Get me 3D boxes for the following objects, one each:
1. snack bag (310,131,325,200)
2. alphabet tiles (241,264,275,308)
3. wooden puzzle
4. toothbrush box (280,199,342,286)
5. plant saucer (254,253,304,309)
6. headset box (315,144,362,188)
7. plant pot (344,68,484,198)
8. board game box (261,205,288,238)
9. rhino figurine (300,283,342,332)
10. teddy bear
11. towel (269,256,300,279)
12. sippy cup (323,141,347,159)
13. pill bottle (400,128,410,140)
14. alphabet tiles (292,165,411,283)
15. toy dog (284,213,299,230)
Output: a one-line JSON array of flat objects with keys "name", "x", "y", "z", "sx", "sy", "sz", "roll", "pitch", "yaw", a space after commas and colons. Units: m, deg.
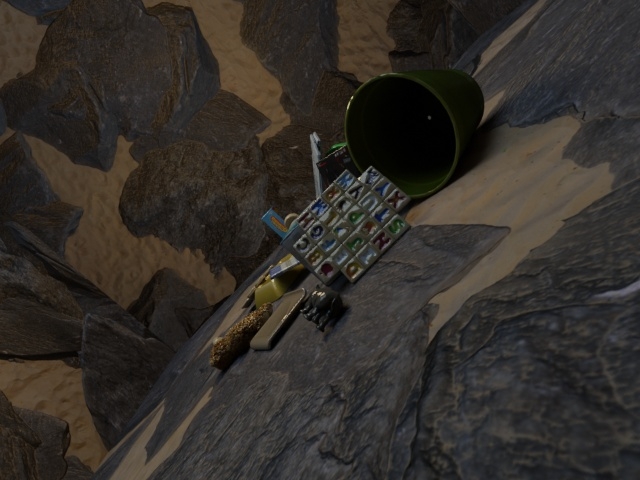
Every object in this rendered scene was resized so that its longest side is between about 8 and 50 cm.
[{"name": "snack bag", "x": 0.000, "y": -0.258, "z": 1.753, "sx": 0.037, "sy": 0.322, "sz": 0.342, "roll": -7, "pitch": 26, "yaw": -3}, {"name": "alphabet tiles", "x": -0.324, "y": 0.254, "z": 2.287, "sx": 0.277, "sy": 0.021, "sz": 0.284, "roll": -55, "pitch": -6, "yaw": -5}, {"name": "wooden puzzle", "x": -0.145, "y": 0.283, "z": 1.493, "sx": 0.238, "sy": 0.044, "sz": 0.221, "roll": -56, "pitch": 12, "yaw": -26}, {"name": "toothbrush box", "x": 0.000, "y": 0.000, "z": 1.485, "sx": 0.126, "sy": 0.216, "sz": 0.295, "roll": -45, "pitch": 7, "yaw": 15}, {"name": "plant saucer", "x": -0.192, "y": 0.171, "z": 2.103, "sx": 0.332, "sy": 0.081, "sz": 0.333, "roll": -52, "pitch": 10, "yaw": -32}, {"name": "headset box", "x": 0.131, "y": -0.184, "z": 1.486, "sx": 0.110, "sy": 0.293, "sz": 0.218, "roll": -27, "pitch": 7, "yaw": -29}, {"name": "plant pot", "x": 0.326, "y": -0.367, "z": 1.309, "sx": 0.353, "sy": 0.366, "sz": 0.366, "roll": -37, "pitch": 1, "yaw": -38}, {"name": "board game box", "x": -0.215, "y": -0.073, "z": 2.601, "sx": 0.086, "sy": 0.302, "sz": 0.308, "roll": -46, "pitch": 9, "yaw": 3}, {"name": "rhino figurine", "x": 0.001, "y": 0.173, "z": 1.160, "sx": 0.106, "sy": 0.073, "sz": 0.243, "roll": -51, "pitch": 7, "yaw": -6}, {"name": "teddy bear", "x": -0.321, "y": 0.370, "z": 1.706, "sx": 0.338, "sy": 0.113, "sz": 0.245, "roll": -43, "pitch": 7, "yaw": 23}, {"name": "towel", "x": -0.097, "y": 0.091, "z": 1.882, "sx": 0.285, "sy": 0.034, "sz": 0.209, "roll": -28, "pitch": 7, "yaw": -5}, {"name": "sippy cup", "x": 0.165, "y": -0.337, "z": 1.806, "sx": 0.306, "sy": 0.240, "sz": 0.224, "roll": -14, "pitch": 23, "yaw": 43}, {"name": "pill bottle", "x": 0.341, "y": -0.375, "z": 1.568, "sx": 0.230, "sy": 0.131, "sz": 0.131, "roll": -12, "pitch": -12, "yaw": -31}, {"name": "alphabet tiles", "x": 0.085, "y": -0.049, "z": 1.238, "sx": 0.342, "sy": 0.285, "sz": 0.011, "roll": -46, "pitch": -30, "yaw": 5}, {"name": "toy dog", "x": 0.000, "y": -0.052, "z": 1.894, "sx": 0.334, "sy": 0.160, "sz": 0.220, "roll": -7, "pitch": 28, "yaw": 16}]
